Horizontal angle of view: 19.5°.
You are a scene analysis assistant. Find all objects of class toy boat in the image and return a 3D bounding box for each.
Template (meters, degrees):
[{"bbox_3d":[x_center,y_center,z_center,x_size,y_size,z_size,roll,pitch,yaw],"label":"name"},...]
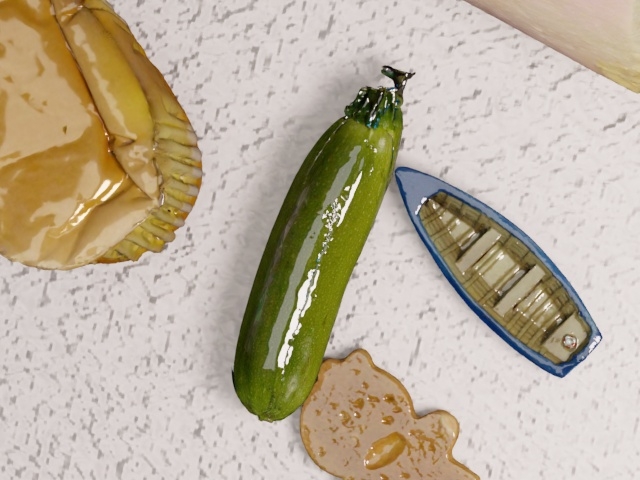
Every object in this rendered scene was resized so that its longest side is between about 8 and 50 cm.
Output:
[{"bbox_3d":[0.148,0.020,1.608,0.229,0.046,0.080,45,99,7],"label":"toy boat"}]

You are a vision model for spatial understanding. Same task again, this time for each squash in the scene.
[{"bbox_3d":[-0.001,0.000,1.617,0.087,0.087,0.331,23,97,10],"label":"squash"}]

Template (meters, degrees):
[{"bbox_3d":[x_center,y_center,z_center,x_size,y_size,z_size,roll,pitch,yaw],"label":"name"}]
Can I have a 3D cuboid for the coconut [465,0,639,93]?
[{"bbox_3d":[0.218,-0.293,1.464,0.309,0.297,0.297,27,96,4],"label":"coconut"}]

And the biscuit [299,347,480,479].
[{"bbox_3d":[0.054,0.189,1.639,0.184,0.027,0.133,36,98,10],"label":"biscuit"}]

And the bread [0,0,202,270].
[{"bbox_3d":[-0.233,-0.104,1.629,0.204,0.156,0.288,-37,82,1],"label":"bread"}]
